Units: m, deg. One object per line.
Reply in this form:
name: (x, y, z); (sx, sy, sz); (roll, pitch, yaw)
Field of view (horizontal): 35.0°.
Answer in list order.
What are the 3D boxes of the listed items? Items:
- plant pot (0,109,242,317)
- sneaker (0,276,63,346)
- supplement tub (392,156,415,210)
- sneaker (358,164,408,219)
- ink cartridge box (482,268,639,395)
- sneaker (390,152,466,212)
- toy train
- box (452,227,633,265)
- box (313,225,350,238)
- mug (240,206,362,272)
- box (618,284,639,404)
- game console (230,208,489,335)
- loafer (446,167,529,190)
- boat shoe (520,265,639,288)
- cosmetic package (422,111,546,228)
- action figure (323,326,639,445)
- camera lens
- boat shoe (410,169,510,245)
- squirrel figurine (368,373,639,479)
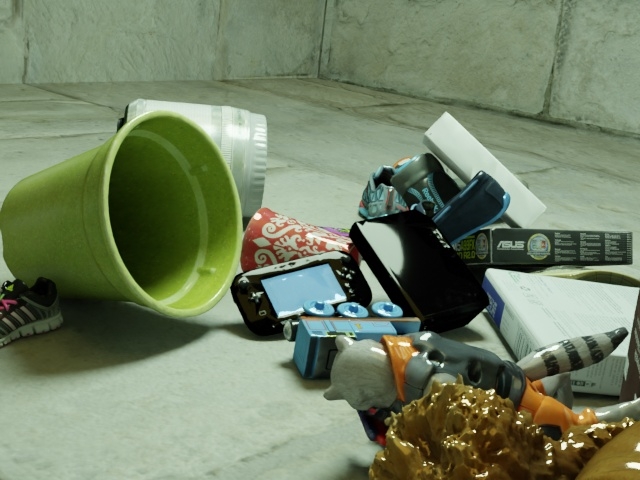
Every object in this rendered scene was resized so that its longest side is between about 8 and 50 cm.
plant pot: (-0.291, -0.020, 1.392); (0.254, 0.276, 0.276); (-8, 6, 31)
sneaker: (-0.400, 0.087, 1.288); (0.063, 0.074, 0.170); (17, 19, 34)
supplement tub: (0.208, -0.123, 2.218); (0.106, 0.106, 0.198); (3, 16, -12)
sneaker: (0.140, -0.094, 2.047); (0.104, 0.125, 0.262); (5, 16, -5)
ink cartridge box: (0.425, 0.136, 1.454); (0.330, 0.071, 0.324); (8, 15, -6)
sneaker: (0.238, -0.049, 1.923); (0.139, 0.125, 0.341); (61, 18, 23)
toy train: (0.046, 0.130, 1.317); (0.184, 0.080, 0.105); (3, 25, -19)
box: (0.362, 0.015, 1.750); (0.270, 0.060, 0.216); (1, -3, -18)
box: (0.000, 0.000, 1.839); (0.162, 0.029, 0.116); (3, 16, -5)
mug: (-0.021, 0.018, 1.626); (0.169, 0.113, 0.150); (16, 20, 20)
box: (0.440, 0.151, 1.149); (0.167, 0.203, 0.168); (9, 16, 10)
game console: (0.051, 0.067, 1.466); (0.361, 0.044, 0.213); (-14, 51, -26)
loafer: (0.365, -0.097, 2.201); (0.112, 0.111, 0.319); (-4, -10, 37)
boat shoe: (0.409, 0.073, 1.645); (0.224, 0.080, 0.073); (0, 21, -7)
cosmetic package: (0.284, -0.117, 1.771); (0.239, 0.060, 0.099); (44, 2, 4)
action figure: (0.158, 0.150, 1.112); (0.330, 0.178, 0.341); (8, 14, -19)
camera lens: (-0.248, -0.150, 1.923); (0.274, 0.219, 0.219); (4, 16, -9)
boat shoe: (0.191, -0.035, 1.686); (0.258, 0.089, 0.109); (-33, 10, 21)
squirrel figurine: (0.182, 0.246, 0.728); (0.370, 0.281, 0.397); (-12, 8, -23)
